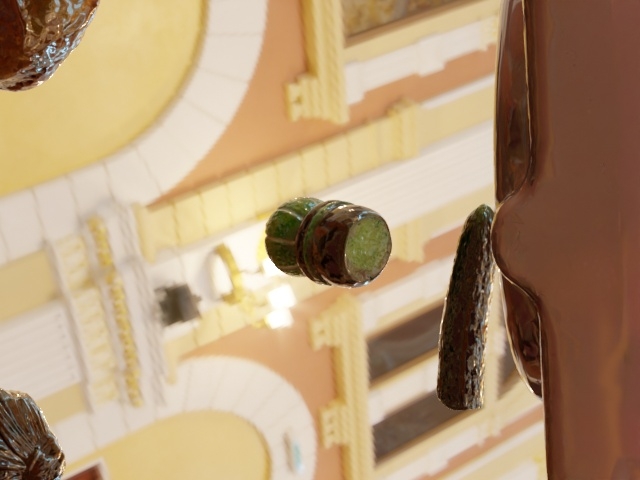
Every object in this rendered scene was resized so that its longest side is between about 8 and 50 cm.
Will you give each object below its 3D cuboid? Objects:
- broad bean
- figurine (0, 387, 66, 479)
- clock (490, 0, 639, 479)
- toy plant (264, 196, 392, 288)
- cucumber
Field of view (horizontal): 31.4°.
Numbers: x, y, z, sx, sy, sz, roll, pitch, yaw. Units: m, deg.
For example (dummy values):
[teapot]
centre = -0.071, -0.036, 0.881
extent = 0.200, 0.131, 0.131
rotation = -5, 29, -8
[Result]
[broad bean]
centre = -0.276, -0.250, 1.049
extent = 0.156, 0.122, 0.229
rotation = 11, -90, 34
[figurine]
centre = -0.429, 0.230, 1.177
extent = 0.168, 0.315, 0.188
rotation = 18, -68, 39
[clock]
centre = 0.162, -0.044, 0.586
extent = 0.113, 0.322, 0.296
rotation = -2, -74, 16
[toy plant]
centre = 0.000, 0.000, 1.223
extent = 0.162, 0.092, 0.093
rotation = 9, -61, 52
[cucumber]
centre = 0.156, 0.068, 1.188
extent = 0.058, 0.052, 0.215
rotation = -158, -107, -76
